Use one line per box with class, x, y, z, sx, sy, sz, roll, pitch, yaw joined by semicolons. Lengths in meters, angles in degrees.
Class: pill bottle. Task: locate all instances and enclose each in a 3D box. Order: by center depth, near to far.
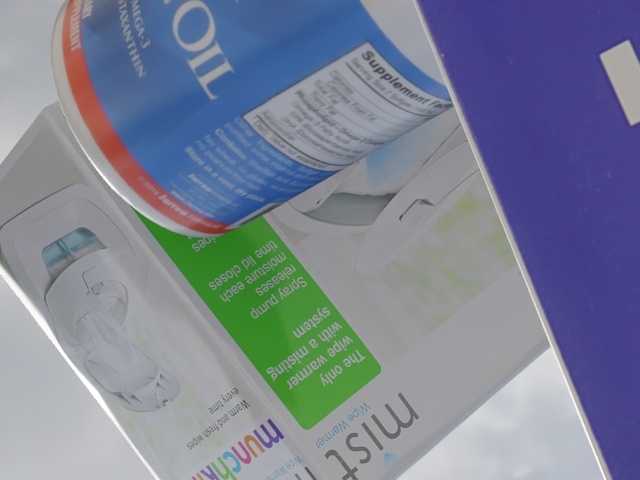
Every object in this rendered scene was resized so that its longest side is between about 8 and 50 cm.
pill bottle;0.010;-0.100;0.727;0.221;0.124;0.124;-30;-155;29

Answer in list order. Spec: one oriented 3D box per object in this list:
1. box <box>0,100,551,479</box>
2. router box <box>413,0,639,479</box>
box;0.000;0.000;0.922;0.262;0.231;0.127;-34;174;-39
router box;0.131;0.018;0.460;0.082;0.301;0.335;-27;-111;17
